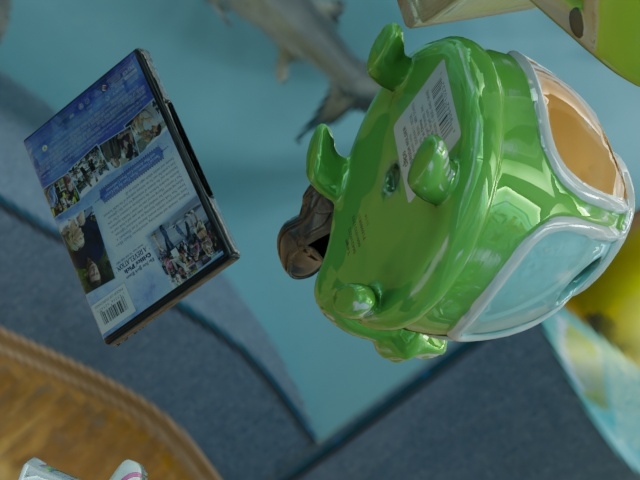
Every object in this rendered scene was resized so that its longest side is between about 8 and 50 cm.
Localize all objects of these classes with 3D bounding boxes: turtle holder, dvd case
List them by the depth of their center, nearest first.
[{"bbox_3d":[0.121,-0.007,1.213,0.227,0.320,0.243,12,18,-23],"label":"turtle holder"},{"bbox_3d":[-0.197,-0.045,1.458,0.022,0.180,0.253,10,51,-58],"label":"dvd case"}]

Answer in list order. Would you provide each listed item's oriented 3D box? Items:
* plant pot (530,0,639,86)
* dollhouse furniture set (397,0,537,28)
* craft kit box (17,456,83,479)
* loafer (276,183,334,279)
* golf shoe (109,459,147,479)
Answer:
[{"bbox_3d":[0.215,-0.219,0.799,0.227,0.207,0.228,-120,-157,-52],"label":"plant pot"},{"bbox_3d":[0.149,-0.419,1.224,0.362,0.256,0.394,-14,83,-30],"label":"dollhouse furniture set"},{"bbox_3d":[-0.171,0.337,1.159,0.247,0.250,0.061,21,-5,1],"label":"craft kit box"},{"bbox_3d":[0.000,0.000,1.378,0.170,0.062,0.061,115,-38,-57],"label":"loafer"},{"bbox_3d":[-0.281,0.343,1.853,0.086,0.067,0.186,33,33,-9],"label":"golf shoe"}]
